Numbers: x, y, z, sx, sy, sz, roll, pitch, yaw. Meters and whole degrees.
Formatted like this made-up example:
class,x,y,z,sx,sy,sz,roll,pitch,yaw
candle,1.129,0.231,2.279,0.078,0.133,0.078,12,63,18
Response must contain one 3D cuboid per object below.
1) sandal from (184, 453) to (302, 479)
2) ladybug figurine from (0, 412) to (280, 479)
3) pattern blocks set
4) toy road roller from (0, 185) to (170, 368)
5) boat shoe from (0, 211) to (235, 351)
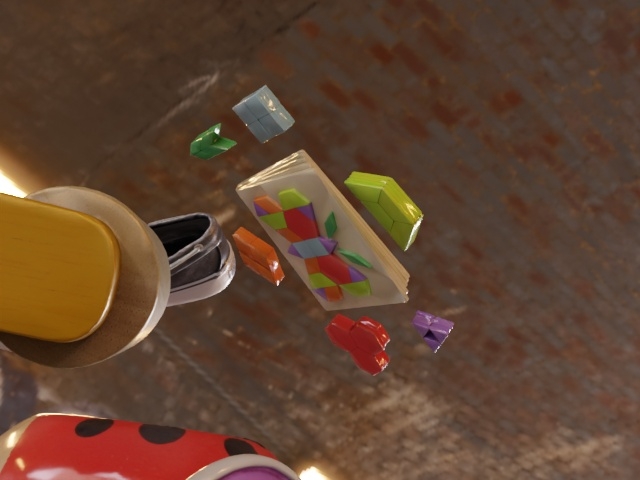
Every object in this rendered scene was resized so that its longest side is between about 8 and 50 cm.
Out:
class,x,y,z,sx,sy,sz,roll,pitch,yaw
sandal,-0.104,0.330,0.639,0.169,0.416,0.102,43,-22,-31
ladybug figurine,-0.215,0.304,1.283,0.449,0.162,0.305,5,-14,10
pattern blocks set,0.000,0.000,1.077,0.325,0.026,0.285,45,-32,-6
toy road roller,-0.279,0.069,0.713,0.329,0.241,0.202,10,-4,-4
boat shoe,-0.251,0.040,1.220,0.301,0.108,0.102,-14,-40,3
